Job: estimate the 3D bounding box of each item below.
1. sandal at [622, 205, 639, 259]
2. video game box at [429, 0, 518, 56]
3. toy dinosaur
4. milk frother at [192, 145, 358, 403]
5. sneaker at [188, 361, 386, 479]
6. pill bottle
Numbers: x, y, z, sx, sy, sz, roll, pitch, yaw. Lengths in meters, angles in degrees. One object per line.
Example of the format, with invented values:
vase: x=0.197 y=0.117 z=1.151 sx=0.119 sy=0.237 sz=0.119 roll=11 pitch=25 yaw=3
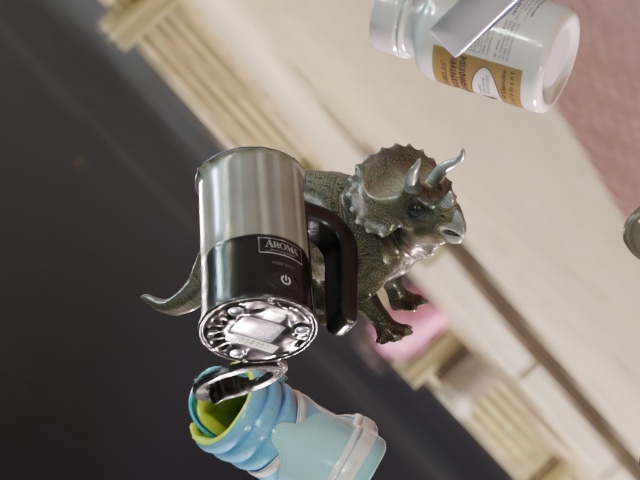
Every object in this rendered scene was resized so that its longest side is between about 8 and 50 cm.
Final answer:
sandal: x=0.427 y=0.011 z=1.954 sx=0.219 sy=0.090 sz=0.060 roll=21 pitch=-179 yaw=21
video game box: x=0.219 y=-0.285 z=1.790 sx=0.048 sy=0.187 sz=0.205 roll=46 pitch=139 yaw=-2
toy dinosaur: x=0.000 y=0.000 z=1.476 sx=0.121 sy=0.314 sz=0.160 roll=-39 pitch=-60 yaw=-56
milk frother: x=-0.055 y=0.032 z=1.327 sx=0.129 sy=0.143 sz=0.134 roll=32 pitch=-140 yaw=-38
sneaker: x=-0.048 y=0.205 z=1.994 sx=0.208 sy=0.127 sz=0.319 roll=30 pitch=170 yaw=-2
pill bottle: x=0.181 y=-0.244 z=2.174 sx=0.229 sy=0.131 sz=0.131 roll=20 pitch=166 yaw=21
